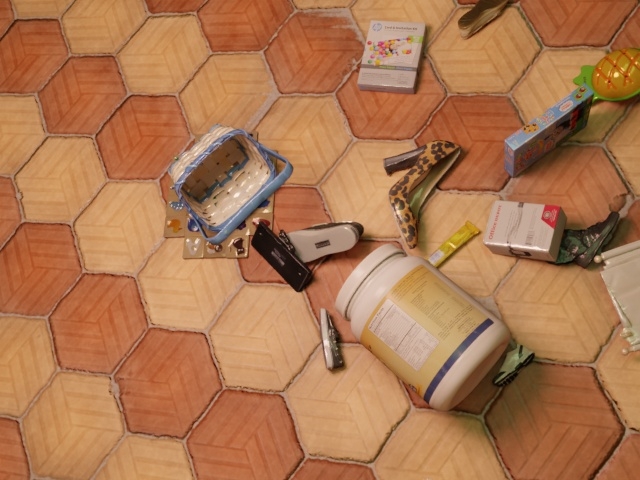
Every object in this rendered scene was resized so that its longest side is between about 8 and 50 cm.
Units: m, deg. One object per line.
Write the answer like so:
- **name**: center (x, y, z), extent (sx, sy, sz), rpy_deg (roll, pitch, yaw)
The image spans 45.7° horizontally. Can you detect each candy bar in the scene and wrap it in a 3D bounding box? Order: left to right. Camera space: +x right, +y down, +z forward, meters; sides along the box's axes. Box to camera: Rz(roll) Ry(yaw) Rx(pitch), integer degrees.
- **candy bar**: center (0.292, 0.018, 1.732), extent (0.161, 0.018, 0.040), rpy_deg (-42, 64, -2)

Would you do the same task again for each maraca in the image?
- **maraca**: center (0.668, -0.373, 1.735), extent (0.186, 0.099, 0.127), rpy_deg (-13, 64, 37)

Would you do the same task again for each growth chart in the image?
- **growth chart**: center (0.677, 0.110, 1.589), extent (0.172, 0.021, 0.237), rpy_deg (-10, 69, -3)

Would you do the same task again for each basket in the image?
- **basket**: center (-0.212, -0.139, 1.784), extent (0.255, 0.201, 0.289), rpy_deg (-42, 36, -2)

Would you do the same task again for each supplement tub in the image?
- **supplement tub**: center (0.208, 0.175, 1.585), extent (0.316, 0.228, 0.228), rpy_deg (41, 85, 23)

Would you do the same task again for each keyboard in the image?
- **keyboard**: center (-0.089, 0.028, 1.787), extent (0.180, 0.108, 0.023), rpy_deg (44, 44, 18)

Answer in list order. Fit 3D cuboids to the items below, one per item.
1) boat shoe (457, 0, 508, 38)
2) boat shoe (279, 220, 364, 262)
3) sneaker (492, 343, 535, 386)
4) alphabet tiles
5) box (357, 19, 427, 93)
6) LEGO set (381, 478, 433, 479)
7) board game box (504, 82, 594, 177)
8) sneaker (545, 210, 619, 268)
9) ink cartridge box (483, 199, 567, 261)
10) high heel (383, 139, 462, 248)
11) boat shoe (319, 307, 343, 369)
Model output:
- **boat shoe**: center (0.408, -0.562, 1.896), extent (0.153, 0.048, 0.056), rpy_deg (-41, 55, -9)
- **boat shoe**: center (0.000, 0.000, 1.783), extent (0.220, 0.070, 0.077), rpy_deg (-9, 107, 30)
- **sneaker**: center (0.403, 0.265, 1.613), extent (0.109, 0.040, 0.044), rpy_deg (-41, 51, -6)
- **alphabet tiles**: center (-0.251, -0.117, 1.919), extent (0.285, 0.011, 0.342), rpy_deg (-2, 71, 13)
- **box**: center (0.182, -0.463, 1.916), extent (0.145, 0.038, 0.186), rpy_deg (8, 73, 16)
- **LEGO set**: center (0.191, 0.521, 1.522), extent (0.287, 0.132, 0.107), rpy_deg (18, 70, -3)
- **board game box**: center (0.504, -0.240, 1.692), extent (0.212, 0.160, 0.039), rpy_deg (-35, 68, 1)
- **sneaker**: center (0.568, -0.007, 1.653), extent (0.089, 0.051, 0.170), rpy_deg (33, 90, 19)
- **ink cartridge box**: center (0.446, -0.022, 1.663), extent (0.151, 0.063, 0.109), rpy_deg (8, 72, 36)
- **high heel**: center (0.251, -0.113, 1.743), extent (0.186, 0.093, 0.261), rpy_deg (-16, 59, 15)
- **boat shoe**: center (0.023, 0.222, 1.718), extent (0.040, 0.049, 0.142), rpy_deg (-5, 71, -8)
